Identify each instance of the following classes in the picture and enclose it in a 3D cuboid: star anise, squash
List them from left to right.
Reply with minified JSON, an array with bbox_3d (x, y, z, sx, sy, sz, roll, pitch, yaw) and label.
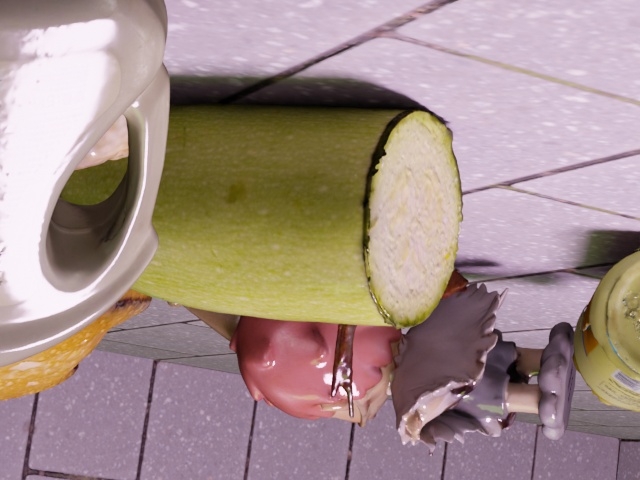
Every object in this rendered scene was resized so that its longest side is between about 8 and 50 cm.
[{"bbox_3d":[-0.050,-0.022,0.958,0.247,0.132,0.132,6,171,26],"label":"squash"},{"bbox_3d":[0.022,0.055,1.297,0.140,0.144,0.158,35,158,-35],"label":"star anise"}]

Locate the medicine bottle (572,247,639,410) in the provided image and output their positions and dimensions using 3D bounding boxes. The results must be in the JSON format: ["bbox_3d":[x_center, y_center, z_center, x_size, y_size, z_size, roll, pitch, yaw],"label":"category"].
[{"bbox_3d":[0.271,0.074,1.276,0.124,0.124,0.239,7,171,4],"label":"medicine bottle"}]

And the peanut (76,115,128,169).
[{"bbox_3d":[-0.173,-0.088,0.773,0.206,0.087,0.087,14,169,-24],"label":"peanut"}]

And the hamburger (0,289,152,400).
[{"bbox_3d":[-0.266,0.024,1.156,0.314,0.170,0.290,0,163,-38],"label":"hamburger"}]

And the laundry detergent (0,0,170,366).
[{"bbox_3d":[-0.161,-0.026,0.712,0.181,0.091,0.253,-1,131,-14],"label":"laundry detergent"}]

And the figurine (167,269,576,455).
[{"bbox_3d":[0.036,0.106,1.435,0.386,0.207,0.166,5,137,12],"label":"figurine"}]
